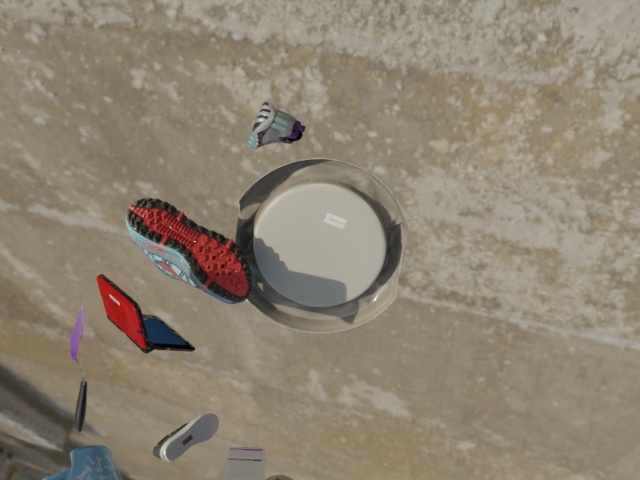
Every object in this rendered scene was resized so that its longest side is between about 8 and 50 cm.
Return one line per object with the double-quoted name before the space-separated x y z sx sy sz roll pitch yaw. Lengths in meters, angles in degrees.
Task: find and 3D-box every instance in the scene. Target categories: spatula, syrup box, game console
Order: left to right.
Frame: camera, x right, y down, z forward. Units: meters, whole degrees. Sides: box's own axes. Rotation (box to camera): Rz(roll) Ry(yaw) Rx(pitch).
"spatula" -0.500 0.278 1.583 0.030 0.084 0.296 -4 117 -21
"game console" -0.274 0.113 1.198 0.144 0.085 0.124 26 132 46
"syrup box" -0.172 0.563 1.717 0.096 0.093 0.237 3 -166 -3

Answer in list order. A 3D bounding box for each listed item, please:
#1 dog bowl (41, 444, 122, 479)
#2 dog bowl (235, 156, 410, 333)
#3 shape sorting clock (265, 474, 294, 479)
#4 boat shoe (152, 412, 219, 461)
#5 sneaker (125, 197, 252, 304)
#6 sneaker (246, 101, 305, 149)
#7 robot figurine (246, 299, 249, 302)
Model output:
"dog bowl" -0.402 0.395 1.070 0.074 0.297 0.165 41 119 28
"dog bowl" 0.000 0.000 1.457 0.349 0.102 0.348 1 111 2
"shape sorting clock" -0.124 0.716 1.994 0.040 0.206 0.206 5 151 43
"boat shoe" -0.245 0.354 1.390 0.040 0.142 0.049 -4 103 38
"sneaker" -0.237 0.027 1.391 0.262 0.104 0.125 39 151 -1
"sneaker" -0.091 -0.213 1.545 0.098 0.083 0.224 22 177 -8
"robot figurine" -0.119 0.095 2.406 0.200 0.299 0.353 32 136 -30
